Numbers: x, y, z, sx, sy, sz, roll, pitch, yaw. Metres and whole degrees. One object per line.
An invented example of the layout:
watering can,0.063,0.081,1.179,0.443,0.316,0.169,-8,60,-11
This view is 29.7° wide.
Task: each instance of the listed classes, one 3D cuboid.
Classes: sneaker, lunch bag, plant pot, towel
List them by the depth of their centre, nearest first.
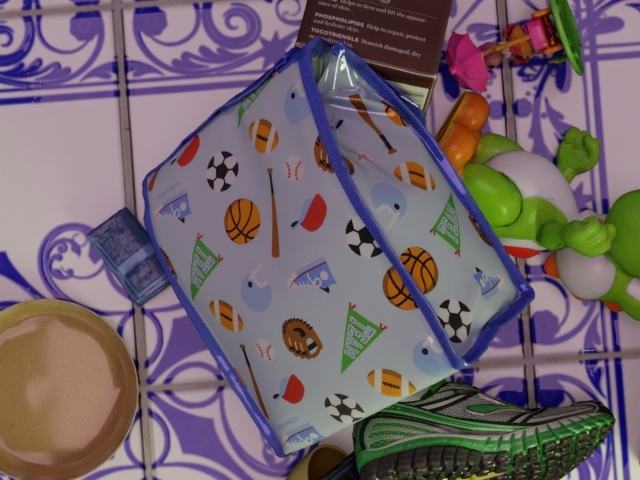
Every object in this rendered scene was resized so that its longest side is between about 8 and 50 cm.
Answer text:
lunch bag,0.000,0.000,1.398,0.328,0.239,0.385,-35,91,37
sneaker,0.203,0.226,1.482,0.343,0.134,0.146,-2,52,-19
plant pot,-0.004,0.335,1.508,0.095,0.134,0.134,-34,88,29
plant pot,-0.349,0.193,1.553,0.236,0.032,0.236,0,88,0
towel,-0.242,0.020,1.557,0.067,0.029,0.119,-36,88,-1

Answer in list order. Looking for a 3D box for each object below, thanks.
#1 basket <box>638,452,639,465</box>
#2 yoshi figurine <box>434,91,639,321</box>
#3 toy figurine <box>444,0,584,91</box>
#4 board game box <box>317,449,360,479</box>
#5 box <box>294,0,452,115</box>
basket,0.572,0.222,1.400,0.328,0.331,0.266,19,95,1
yoshi figurine,0.307,-0.049,1.474,0.362,0.203,0.203,35,83,-2
toy figurine,0.236,-0.246,1.515,0.159,0.173,0.130,-17,97,20
board game box,0.083,0.377,1.449,0.042,0.165,0.243,-34,85,30
box,0.067,-0.257,1.463,0.167,0.168,0.203,13,67,2
